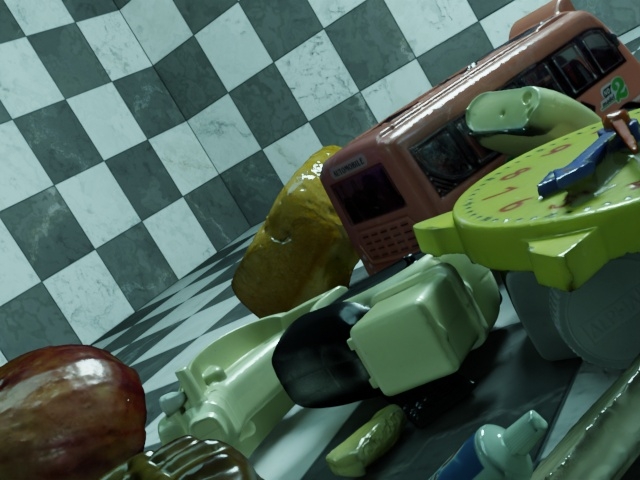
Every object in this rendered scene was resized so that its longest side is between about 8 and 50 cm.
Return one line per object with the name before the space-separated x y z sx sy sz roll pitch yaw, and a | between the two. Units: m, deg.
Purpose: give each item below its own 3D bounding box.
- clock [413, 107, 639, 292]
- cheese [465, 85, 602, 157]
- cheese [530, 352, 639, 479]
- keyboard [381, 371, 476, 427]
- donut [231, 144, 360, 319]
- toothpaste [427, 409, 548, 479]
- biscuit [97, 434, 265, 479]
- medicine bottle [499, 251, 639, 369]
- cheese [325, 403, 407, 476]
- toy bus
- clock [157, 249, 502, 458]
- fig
clock | 0.227 -0.061 0.652 0.294 0.071 0.277 -25 12 -19
cheese | 0.283 -0.105 0.950 0.252 0.054 0.127 14 -5 -32
cheese | 0.114 0.144 0.452 0.400 0.034 0.085 -35 -22 -34
keyboard | 0.085 0.130 0.812 0.061 0.013 0.204 -33 7 -8
donut | 0.000 0.000 1.246 0.299 0.150 0.317 -58 -2 -17
toothpaste | 0.056 0.158 0.470 0.197 0.035 0.057 -54 -5 27
biscuit | -0.172 0.262 0.621 0.332 0.103 0.332 -30 8 5
medicine bottle | 0.214 0.029 0.684 0.132 0.088 0.188 -24 8 10
cheese | 0.038 0.164 0.706 0.044 0.030 0.083 -18 10 38
toy bus | 0.220 -0.118 1.090 0.427 0.233 0.203 -36 8 -28
clock | -0.009 0.112 0.838 0.379 0.120 0.276 -30 2 28
fig | -0.322 0.236 1.002 0.263 0.224 0.224 -39 10 -28
